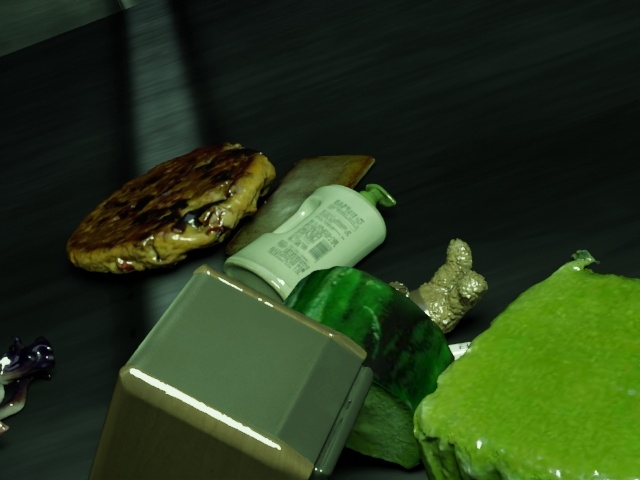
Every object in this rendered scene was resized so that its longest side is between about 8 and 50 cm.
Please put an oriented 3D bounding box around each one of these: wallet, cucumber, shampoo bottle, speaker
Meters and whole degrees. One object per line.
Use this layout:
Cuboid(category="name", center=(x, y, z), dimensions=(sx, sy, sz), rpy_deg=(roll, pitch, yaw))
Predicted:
Cuboid(category="wallet", center=(-0.032, -0.049, 1.478), dimensions=(0.137, 0.031, 0.255), rpy_deg=(-2, 32, 35))
Cuboid(category="cucumber", center=(0.027, 0.125, 0.998), dimensions=(0.191, 0.191, 0.130), rpy_deg=(-2, 39, 30))
Cuboid(category="shampoo bottle", center=(0.000, 0.000, 1.311), dimensions=(0.118, 0.087, 0.234), rpy_deg=(27, 51, 33))
Cuboid(category="speaker", center=(-0.086, 0.169, 0.890), dimensions=(0.193, 0.230, 0.153), rpy_deg=(28, 42, 4))

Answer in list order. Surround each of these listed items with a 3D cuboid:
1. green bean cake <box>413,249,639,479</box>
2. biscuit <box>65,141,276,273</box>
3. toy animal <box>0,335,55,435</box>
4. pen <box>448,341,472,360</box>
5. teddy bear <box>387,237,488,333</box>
Cuboid(category="green bean cake", center=(0.234, 0.152, 0.831), dimensions=(0.250, 0.156, 0.247), rpy_deg=(11, 43, 44))
Cuboid(category="biscuit", center=(-0.211, -0.040, 1.519), dimensions=(0.334, 0.081, 0.289), rpy_deg=(-6, 31, 39))
Cuboid(category="toy animal", center=(-0.476, 0.207, 1.266), dimensions=(0.324, 0.090, 0.195), rpy_deg=(-14, 22, -7))
Cuboid(category="pen", center=(0.175, 0.111, 1.057), dimensions=(0.239, 0.028, 0.028), rpy_deg=(-9, 30, 10))
Cuboid(category="teddy bear", center=(0.112, 0.077, 1.131), dimensions=(0.160, 0.078, 0.119), rpy_deg=(-34, 37, 15))
